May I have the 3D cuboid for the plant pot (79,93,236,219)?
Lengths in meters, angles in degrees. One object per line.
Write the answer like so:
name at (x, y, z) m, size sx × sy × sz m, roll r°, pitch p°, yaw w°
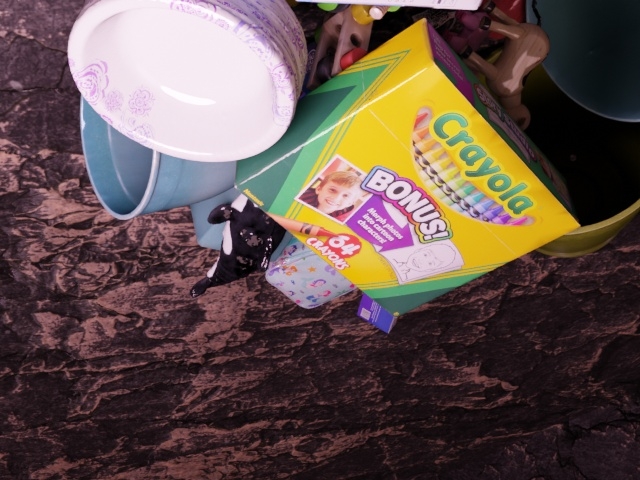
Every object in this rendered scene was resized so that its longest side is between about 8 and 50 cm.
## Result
plant pot at (-0.203, -0.178, 1.573) m, size 0.255 × 0.271 × 0.271 m, roll -7°, pitch 149°, yaw -35°

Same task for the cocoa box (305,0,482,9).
cocoa box at (0.070, -0.462, 1.142) m, size 0.228 × 0.347 × 0.231 m, roll -2°, pitch 146°, yaw -16°

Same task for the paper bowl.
paper bowl at (-0.156, -0.240, 1.259) m, size 0.285 × 0.148 × 0.284 m, roll 8°, pitch 144°, yaw 6°

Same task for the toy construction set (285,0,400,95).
toy construction set at (-0.008, -0.327, 1.407) m, size 0.258 × 0.237 × 0.308 m, roll 30°, pitch 143°, yaw 6°

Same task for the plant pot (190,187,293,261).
plant pot at (-0.101, -0.108, 1.787) m, size 0.166 × 0.165 × 0.234 m, roll 14°, pitch 134°, yaw -35°

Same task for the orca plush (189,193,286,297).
orca plush at (-0.128, 0.015, 1.715) m, size 0.151 × 0.102 × 0.287 m, roll 23°, pitch 124°, yaw -40°

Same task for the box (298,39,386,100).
box at (0.009, -0.173, 1.583) m, size 0.103 × 0.261 × 0.184 m, roll 8°, pitch 173°, yaw -30°

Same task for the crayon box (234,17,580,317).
crayon box at (0.121, -0.077, 1.371) m, size 0.313 × 0.106 × 0.363 m, roll -29°, pitch 131°, yaw 27°

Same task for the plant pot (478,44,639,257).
plant pot at (0.434, -0.128, 1.804) m, size 0.367 × 0.366 × 0.353 m, roll -19°, pitch 158°, yaw 9°

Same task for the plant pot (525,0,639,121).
plant pot at (0.496, -0.358, 1.504) m, size 0.235 × 0.293 × 0.293 m, roll -36°, pitch 158°, yaw -30°

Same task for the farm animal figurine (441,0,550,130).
farm animal figurine at (0.219, -0.179, 1.550) m, size 0.172 × 0.326 × 0.330 m, roll 27°, pitch 163°, yaw -15°

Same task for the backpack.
backpack at (0.000, 0.000, 1.967) m, size 0.254 × 0.191 × 0.225 m, roll -29°, pitch 143°, yaw 14°

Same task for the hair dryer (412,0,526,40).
hair dryer at (0.233, -0.383, 1.558) m, size 0.294 × 0.080 × 0.223 m, roll -24°, pitch 146°, yaw 17°

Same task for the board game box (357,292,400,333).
board game box at (0.189, -0.002, 1.984) m, size 0.078 × 0.233 × 0.347 m, roll 31°, pitch 146°, yaw 13°
